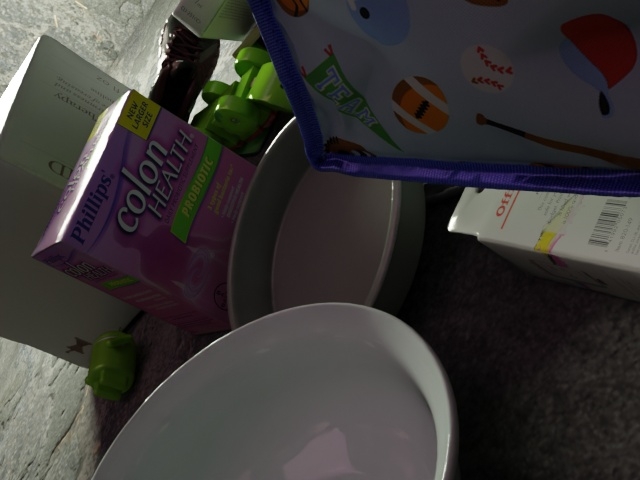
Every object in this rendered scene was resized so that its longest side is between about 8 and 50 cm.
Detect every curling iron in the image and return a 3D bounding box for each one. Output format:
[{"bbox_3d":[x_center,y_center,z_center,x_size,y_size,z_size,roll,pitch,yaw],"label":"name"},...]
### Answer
[{"bbox_3d":[0.045,-0.034,0.790,0.274,0.035,0.068,-15,51,53],"label":"curling iron"}]

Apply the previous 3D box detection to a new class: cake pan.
[{"bbox_3d":[0.000,0.000,0.754,0.293,0.054,0.293,-29,53,47],"label":"cake pan"}]

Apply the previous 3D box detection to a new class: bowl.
[{"bbox_3d":[-0.020,0.197,0.528,0.298,0.134,0.298,-24,33,17],"label":"bowl"}]

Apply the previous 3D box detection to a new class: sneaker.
[{"bbox_3d":[-0.218,-0.295,1.242,0.162,0.106,0.281,158,126,-69],"label":"sneaker"}]

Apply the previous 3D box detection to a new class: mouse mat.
[{"bbox_3d":[-0.094,-0.217,1.222,0.152,0.007,0.190,6,68,60],"label":"mouse mat"}]

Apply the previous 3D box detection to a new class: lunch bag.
[{"bbox_3d":[0.184,-0.199,0.443,0.385,0.239,0.328,14,54,42],"label":"lunch bag"}]

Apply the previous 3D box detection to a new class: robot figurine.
[{"bbox_3d":[-0.310,0.183,1.122,0.101,0.067,0.115,-58,25,30],"label":"robot figurine"}]

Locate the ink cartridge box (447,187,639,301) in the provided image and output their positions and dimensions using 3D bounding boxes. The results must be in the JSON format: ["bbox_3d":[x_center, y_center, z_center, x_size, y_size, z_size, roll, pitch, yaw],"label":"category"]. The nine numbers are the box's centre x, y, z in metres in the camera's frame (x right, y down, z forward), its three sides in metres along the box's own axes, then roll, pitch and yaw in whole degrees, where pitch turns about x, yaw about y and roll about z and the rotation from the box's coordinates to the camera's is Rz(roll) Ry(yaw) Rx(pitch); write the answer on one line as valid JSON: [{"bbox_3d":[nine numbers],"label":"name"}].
[{"bbox_3d":[0.189,-0.029,0.520,0.198,0.067,0.115,17,78,60],"label":"ink cartridge box"}]

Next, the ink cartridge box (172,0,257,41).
[{"bbox_3d":[-0.090,-0.446,1.227,0.261,0.066,0.296,-49,-1,18],"label":"ink cartridge box"}]

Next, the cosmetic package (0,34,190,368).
[{"bbox_3d":[-0.438,-0.066,1.292,0.327,0.329,0.394,-44,32,26],"label":"cosmetic package"}]

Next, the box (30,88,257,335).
[{"bbox_3d":[-0.196,-0.027,0.955,0.117,0.243,0.213,-17,48,52],"label":"box"}]

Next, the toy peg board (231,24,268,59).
[{"bbox_3d":[-0.052,-0.346,1.215,0.161,0.079,0.160,-43,15,19],"label":"toy peg board"}]

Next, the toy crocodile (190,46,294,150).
[{"bbox_3d":[-0.126,-0.195,1.155,0.340,0.105,0.115,-19,48,57],"label":"toy crocodile"}]
